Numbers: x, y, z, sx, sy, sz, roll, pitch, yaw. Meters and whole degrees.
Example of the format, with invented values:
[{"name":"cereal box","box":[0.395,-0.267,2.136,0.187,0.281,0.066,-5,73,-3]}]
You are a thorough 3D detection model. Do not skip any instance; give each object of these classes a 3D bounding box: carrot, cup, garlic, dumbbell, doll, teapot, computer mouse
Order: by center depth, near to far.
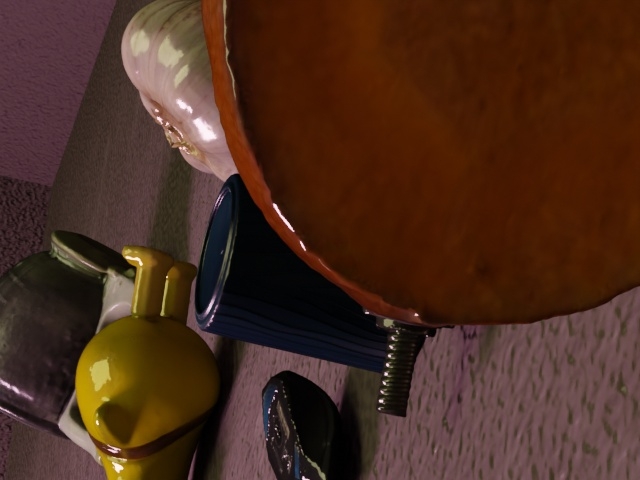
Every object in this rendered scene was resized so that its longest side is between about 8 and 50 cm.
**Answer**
[{"name":"carrot","box":[0.079,-0.112,0.682,0.100,0.258,0.307,-43,-29,-90]},{"name":"dumbbell","box":[0.064,-0.021,1.006,0.081,0.082,0.254,168,114,-75]},{"name":"cup","box":[-0.004,0.005,1.122,0.113,0.138,0.150,130,150,-61]},{"name":"computer mouse","box":[-0.006,0.146,1.199,0.135,0.047,0.079,-112,24,-48]},{"name":"garlic","box":[-0.055,-0.167,1.545,0.226,0.199,0.199,-45,7,-15]},{"name":"doll","box":[-0.167,0.193,1.645,0.199,0.145,0.363,22,-108,-63]},{"name":"teapot","box":[-0.313,0.116,2.068,0.239,0.240,0.321,-63,10,4]}]
